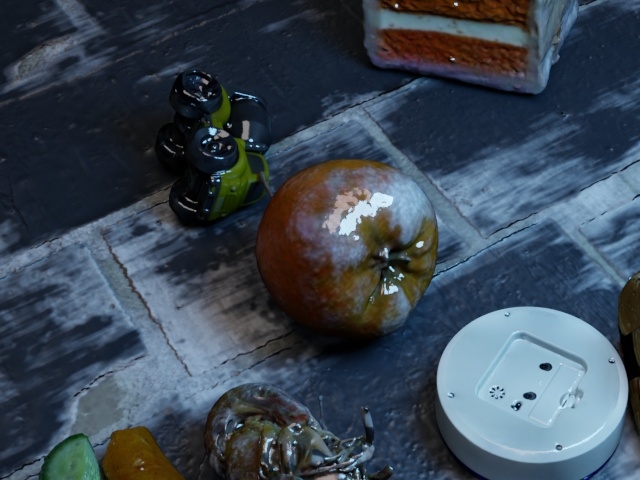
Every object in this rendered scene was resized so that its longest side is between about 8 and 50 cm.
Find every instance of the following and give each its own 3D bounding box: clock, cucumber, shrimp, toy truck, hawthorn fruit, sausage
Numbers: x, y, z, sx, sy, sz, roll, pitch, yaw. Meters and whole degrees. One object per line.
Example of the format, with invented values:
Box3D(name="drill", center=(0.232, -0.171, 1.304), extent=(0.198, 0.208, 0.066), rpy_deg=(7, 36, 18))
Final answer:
Box3D(name="clock", center=(0.255, 0.189, 1.538), extent=(0.230, 0.083, 0.230), rpy_deg=(-2, 51, 2))
Box3D(name="cucumber", center=(-0.283, 0.302, 1.473), extent=(0.062, 0.115, 0.116), rpy_deg=(-11, 40, -4))
Box3D(name="shrimp", center=(0.009, 0.265, 1.468), extent=(0.343, 0.116, 0.145), rpy_deg=(24, 62, 28))
Box3D(name="toy truck", center=(-0.137, -0.133, 1.829), extent=(0.165, 0.147, 0.224), rpy_deg=(1, 48, -24))
Box3D(name="hawthorn fruit", center=(0.028, 0.018, 1.633), extent=(0.231, 0.263, 0.235), rpy_deg=(31, 60, -16))
Box3D(name="sausage", center=(-0.137, 0.319, 1.460), extent=(0.302, 0.076, 0.103), rpy_deg=(29, 58, 27))

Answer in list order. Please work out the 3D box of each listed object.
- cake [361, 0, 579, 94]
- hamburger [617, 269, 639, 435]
Box3D(name="cake", center=(0.228, -0.386, 1.946), extent=(0.309, 0.237, 0.230), rpy_deg=(11, 47, 17))
Box3D(name="hamburger", center=(0.417, 0.134, 1.475), extent=(0.106, 0.231, 0.231), rpy_deg=(-9, 49, -1))
